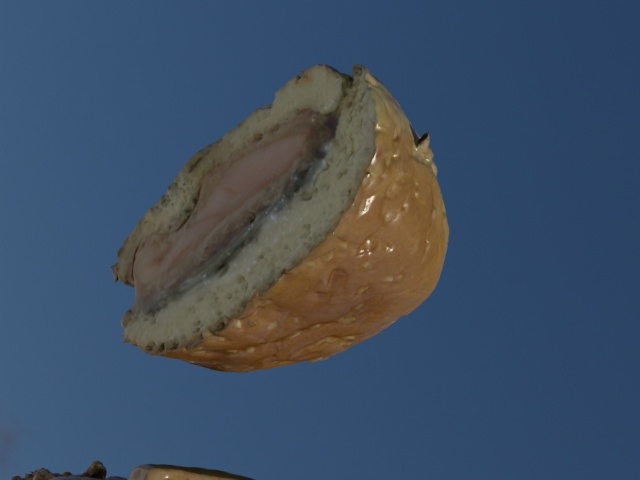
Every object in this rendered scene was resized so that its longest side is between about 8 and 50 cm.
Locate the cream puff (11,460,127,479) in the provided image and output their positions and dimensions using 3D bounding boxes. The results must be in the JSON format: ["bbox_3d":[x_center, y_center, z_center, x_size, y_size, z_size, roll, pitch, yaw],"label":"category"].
[{"bbox_3d":[-0.206,0.364,1.786,0.327,0.343,0.231,42,-41,-4],"label":"cream puff"}]

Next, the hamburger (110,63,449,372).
[{"bbox_3d":[0.001,-0.001,1.565,0.330,0.209,0.162,-43,-130,35],"label":"hamburger"}]

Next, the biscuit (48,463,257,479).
[{"bbox_3d":[-0.125,0.220,1.165,0.212,0.238,0.041,61,-13,-19],"label":"biscuit"}]
